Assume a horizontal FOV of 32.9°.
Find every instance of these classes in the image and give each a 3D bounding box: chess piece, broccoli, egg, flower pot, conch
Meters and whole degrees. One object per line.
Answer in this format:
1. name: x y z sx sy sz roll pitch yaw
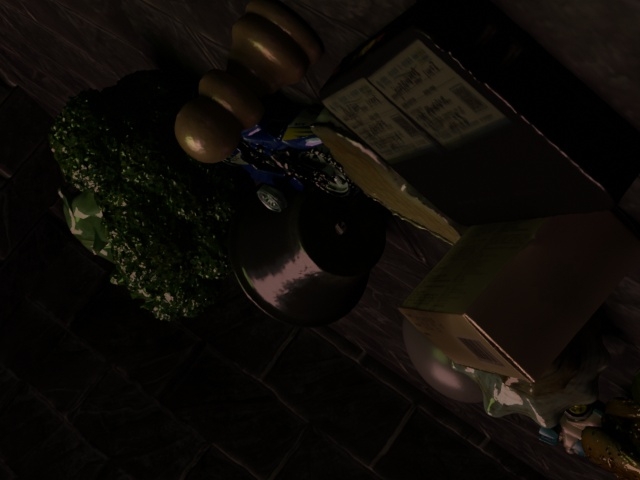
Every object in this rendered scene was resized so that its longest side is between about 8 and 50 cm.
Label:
1. chess piece: -0.084 -0.157 1.104 0.094 0.170 0.094 38 173 6
2. broccoli: -0.250 -0.082 1.684 0.310 0.321 0.413 20 154 47
3. egg: 0.214 0.166 1.689 0.198 0.146 0.146 42 173 15
4. flower pot: 0.000 0.000 1.562 0.235 0.235 0.148 39 153 -12
5. conch: 0.242 0.133 1.363 0.203 0.169 0.386 63 170 3

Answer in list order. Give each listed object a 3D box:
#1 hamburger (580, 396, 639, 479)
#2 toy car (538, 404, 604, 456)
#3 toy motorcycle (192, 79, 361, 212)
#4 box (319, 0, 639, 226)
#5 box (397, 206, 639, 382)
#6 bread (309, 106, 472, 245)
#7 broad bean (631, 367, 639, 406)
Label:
1. hamburger: 0.454 0.292 1.492 0.185 0.113 0.177 33 169 34
2. toy car: 0.437 0.320 1.760 0.161 0.098 0.126 37 174 17
3. toy motorcycle: -0.072 -0.135 1.401 0.315 0.113 0.169 16 150 44
4. box: 0.121 -0.102 0.944 0.211 0.058 0.350 41 171 -10
5. box: 0.184 0.036 1.033 0.095 0.168 0.212 42 171 -7
6. bread: 0.091 -0.071 1.203 0.232 0.064 0.172 40 172 -6
7. broad bean: 0.402 0.174 1.302 0.061 0.046 0.195 39 170 8
